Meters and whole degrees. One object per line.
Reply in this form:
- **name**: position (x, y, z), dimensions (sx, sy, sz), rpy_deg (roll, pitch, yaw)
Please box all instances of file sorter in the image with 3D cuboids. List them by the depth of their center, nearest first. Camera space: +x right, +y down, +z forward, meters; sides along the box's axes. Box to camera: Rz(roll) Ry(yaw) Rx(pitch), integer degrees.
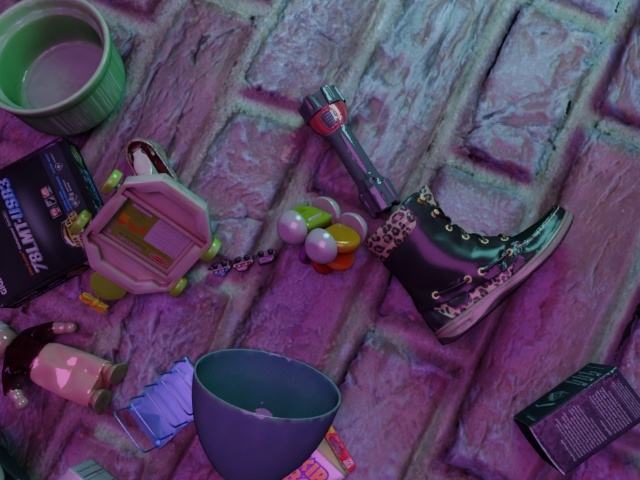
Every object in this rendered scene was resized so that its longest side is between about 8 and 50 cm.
- **file sorter**: position (-0.327, 0.348, 1.338), dimensions (0.170, 0.104, 0.118), rpy_deg (-40, 81, -2)

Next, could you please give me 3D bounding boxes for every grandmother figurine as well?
- **grandmother figurine**: position (-0.611, 0.268, 1.386), dimensions (0.342, 0.104, 0.208), rpy_deg (21, 57, 11)

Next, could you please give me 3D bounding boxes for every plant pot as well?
- **plant pot**: position (-0.123, 0.363, 1.246), dimensions (0.290, 0.290, 0.196), rpy_deg (15, 101, 7)

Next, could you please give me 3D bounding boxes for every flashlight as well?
- **flashlight**: position (0.068, -0.192, 1.391), dimensions (0.103, 0.103, 0.304), rpy_deg (-28, 83, -34)

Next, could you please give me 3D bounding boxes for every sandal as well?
- **sandal**: position (-0.712, 0.461, 1.381), dimensions (0.254, 0.054, 0.097), rpy_deg (45, 120, 9)

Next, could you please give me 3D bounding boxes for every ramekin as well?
- **ramekin**: position (-0.594, -0.385, 1.431), dimensions (0.303, 0.148, 0.304), rpy_deg (-2, 72, 5)

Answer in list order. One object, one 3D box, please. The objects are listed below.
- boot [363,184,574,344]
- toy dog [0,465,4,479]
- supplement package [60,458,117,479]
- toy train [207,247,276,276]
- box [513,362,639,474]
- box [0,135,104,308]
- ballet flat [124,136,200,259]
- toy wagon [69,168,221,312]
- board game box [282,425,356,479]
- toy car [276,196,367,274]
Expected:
- **boot**: position (0.303, -0.004, 1.321), dimensions (0.377, 0.138, 0.284), rpy_deg (-44, 80, 3)
- **toy dog**: position (-0.846, 0.461, 1.259), dimensions (0.407, 0.284, 0.396), rpy_deg (33, 119, 18)
- **supplement package**: position (-0.464, 0.560, 1.318), dimensions (0.179, 0.105, 0.105), rpy_deg (34, 87, 10)
- **toy train**: position (-0.173, 0.052, 1.408), dimensions (0.158, 0.027, 0.036), rpy_deg (-14, 91, 3)
- **box**: position (0.503, 0.342, 1.237), dimensions (0.207, 0.153, 0.108), rpy_deg (-35, 81, 1)
- **box**: position (-0.643, -0.040, 1.444), dimensions (0.293, 0.073, 0.296), rpy_deg (-27, 80, 0)
- **ballet flat**: position (-0.349, -0.095, 1.405), dimensions (0.107, 0.106, 0.316), rpy_deg (-34, 80, 0)
- **toy wagon**: position (-0.392, 0.015, 1.348), dimensions (0.267, 0.068, 0.344), rpy_deg (37, 111, -21)
- **board game box**: position (-0.063, 0.496, 1.328), dimensions (0.259, 0.039, 0.124), rpy_deg (-33, 80, -3)
- **toy car**: position (0.000, 0.000, 1.350), dimensions (0.182, 0.159, 0.136), rpy_deg (33, 130, 28)
